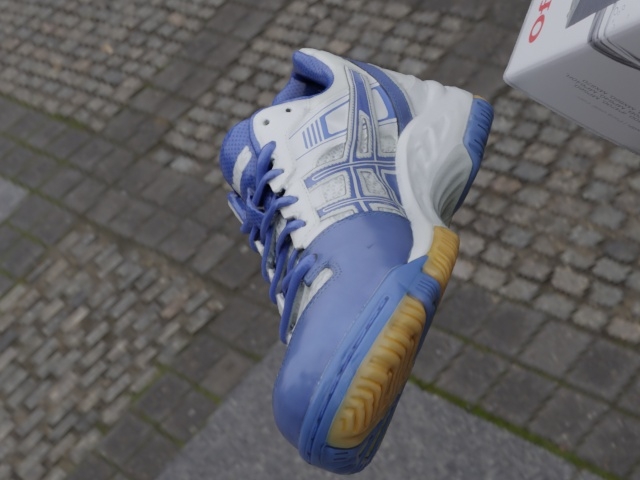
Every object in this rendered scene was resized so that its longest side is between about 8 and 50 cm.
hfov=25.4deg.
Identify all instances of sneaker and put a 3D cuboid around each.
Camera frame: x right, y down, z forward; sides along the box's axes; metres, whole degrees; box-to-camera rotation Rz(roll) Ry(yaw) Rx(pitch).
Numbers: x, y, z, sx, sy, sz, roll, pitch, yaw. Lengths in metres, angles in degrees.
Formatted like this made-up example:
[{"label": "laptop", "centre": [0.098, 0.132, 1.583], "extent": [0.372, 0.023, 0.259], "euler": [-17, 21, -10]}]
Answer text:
[{"label": "sneaker", "centre": [0.000, 0.000, 0.715], "extent": [0.131, 0.112, 0.296], "euler": [22, 32, -1]}]

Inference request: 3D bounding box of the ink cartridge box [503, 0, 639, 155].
[{"label": "ink cartridge box", "centre": [0.183, -0.136, 0.599], "extent": [0.158, 0.092, 0.218], "euler": [-68, 14, -12]}]
